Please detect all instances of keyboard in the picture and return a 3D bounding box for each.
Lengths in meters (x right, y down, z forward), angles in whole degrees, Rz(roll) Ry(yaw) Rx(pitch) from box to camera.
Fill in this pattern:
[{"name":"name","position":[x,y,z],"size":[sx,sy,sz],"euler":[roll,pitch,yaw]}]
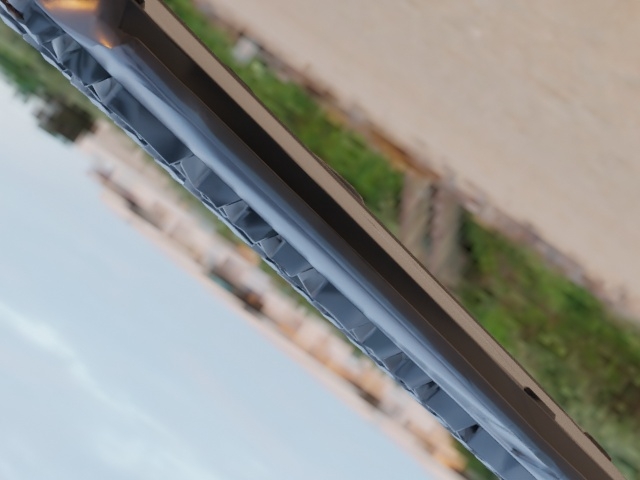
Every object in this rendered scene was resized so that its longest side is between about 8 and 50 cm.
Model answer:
[{"name":"keyboard","position":[0.000,0.000,0.498],"size":[0.317,0.033,0.201],"euler":[45,-177,-40]}]
